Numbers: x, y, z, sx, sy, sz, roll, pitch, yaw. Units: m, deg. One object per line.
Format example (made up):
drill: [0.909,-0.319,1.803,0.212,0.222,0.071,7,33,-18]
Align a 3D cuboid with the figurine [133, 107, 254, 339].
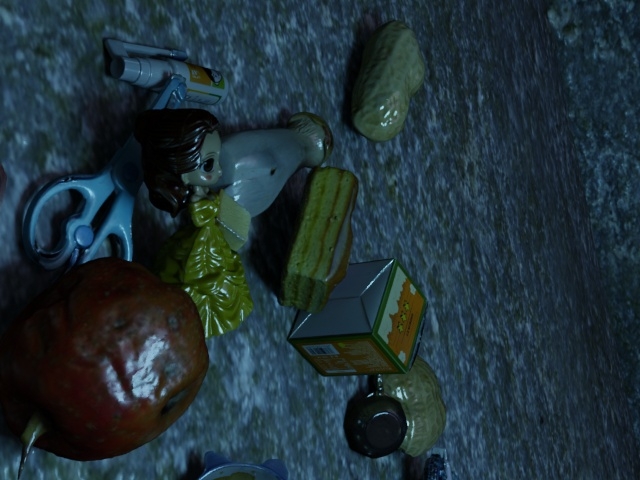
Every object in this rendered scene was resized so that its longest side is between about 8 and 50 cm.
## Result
figurine: [-0.182,-0.036,1.189,0.187,0.168,0.315,-24,125,-44]

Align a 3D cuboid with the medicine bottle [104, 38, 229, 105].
medicine bottle: [-0.249,-0.276,1.333,0.221,0.061,0.092,0,59,-54]

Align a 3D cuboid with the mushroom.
mushroom: [-0.097,-0.137,1.480,0.329,0.122,0.159,-33,146,-51]

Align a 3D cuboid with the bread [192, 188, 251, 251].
bread: [-0.173,-0.011,1.346,0.084,0.109,0.080,37,30,-27]

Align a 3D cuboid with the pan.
pan: [0.106,0.341,1.638,0.128,0.048,0.201,-20,97,-15]

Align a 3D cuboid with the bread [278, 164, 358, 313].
bread: [0.000,0.000,1.500,0.184,0.111,0.234,106,-3,-64]

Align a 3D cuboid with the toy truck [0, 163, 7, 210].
toy truck: [-0.483,-0.089,0.893,0.270,0.135,0.114,29,59,-48]

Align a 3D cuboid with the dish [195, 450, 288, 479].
dish: [-0.142,0.447,1.275,0.236,0.086,0.227,-28,77,-31]

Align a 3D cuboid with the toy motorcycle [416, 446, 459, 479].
toy motorcycle: [0.264,0.551,1.814,0.204,0.108,0.239,-44,150,-63]

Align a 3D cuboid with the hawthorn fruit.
hawthorn fruit: [-0.279,0.151,1.047,0.262,0.258,0.258,-6,88,-35]

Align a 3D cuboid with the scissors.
scissors: [-0.296,-0.099,1.207,0.180,0.032,0.392,49,54,-40]

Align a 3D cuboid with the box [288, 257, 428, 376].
box: [0.076,0.153,1.565,0.148,0.195,0.177,51,45,-35]

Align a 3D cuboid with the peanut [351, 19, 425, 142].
peanut: [0.149,-0.351,1.817,0.152,0.152,0.313,46,47,-39]

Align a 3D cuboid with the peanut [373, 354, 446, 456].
peanut: [0.193,0.342,1.763,0.197,0.110,0.232,-25,105,-53]
